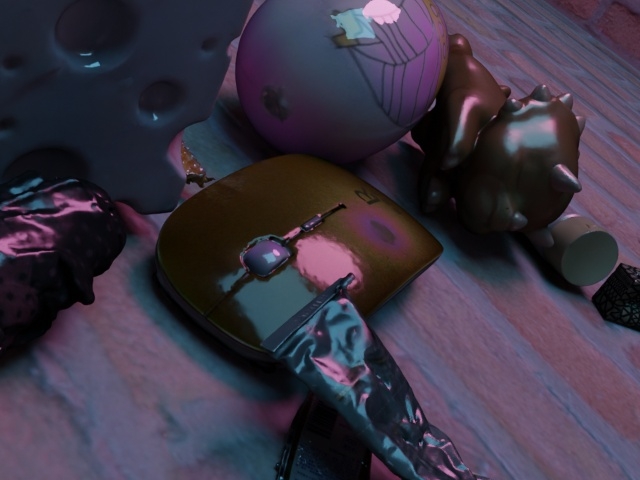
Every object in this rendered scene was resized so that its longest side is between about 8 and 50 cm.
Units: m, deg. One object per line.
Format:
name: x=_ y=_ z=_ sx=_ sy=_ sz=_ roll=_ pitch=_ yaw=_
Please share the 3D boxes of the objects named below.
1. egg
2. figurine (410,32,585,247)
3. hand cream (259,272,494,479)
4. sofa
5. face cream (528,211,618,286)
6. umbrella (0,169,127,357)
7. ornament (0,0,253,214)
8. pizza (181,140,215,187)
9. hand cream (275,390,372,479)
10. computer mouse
egg: x=0.034 y=-0.183 z=0.830 sx=0.271 sy=0.196 sz=0.196 roll=-22 pitch=58 yaw=-39
figurine: x=0.204 y=-0.106 z=0.904 sx=0.173 sy=0.177 sz=0.247 roll=9 pitch=28 yaw=-6
hand cream: x=0.075 y=0.129 z=0.493 sx=0.248 sy=0.052 sz=0.075 roll=48 pitch=30 yaw=2
sofa: x=0.375 y=0.071 z=0.917 sx=0.118 sy=0.060 sz=0.039 roll=18 pitch=28 yaw=-24
face cream: x=0.277 y=-0.025 z=0.988 sx=0.114 sy=0.070 sz=0.224 roll=18 pitch=19 yaw=-20
umbrella: x=-0.194 y=0.045 z=0.377 sx=0.094 sy=0.090 sz=0.326 roll=36 pitch=29 yaw=0
ornament: x=-0.212 y=-0.175 z=0.523 sx=0.239 sy=0.239 sz=0.239 roll=-5 pitch=45 yaw=-39
pizza: x=-0.154 y=-0.067 z=0.659 sx=0.099 sy=0.029 sz=0.100 roll=-18 pitch=53 yaw=-45
hand cream: x=0.009 y=0.130 z=0.502 sx=0.062 sy=0.039 sz=0.163 roll=29 pitch=34 yaw=-9
computer mouse: x=0.000 y=0.000 z=0.656 sx=0.158 sy=0.071 sz=0.310 roll=38 pitch=30 yaw=14
